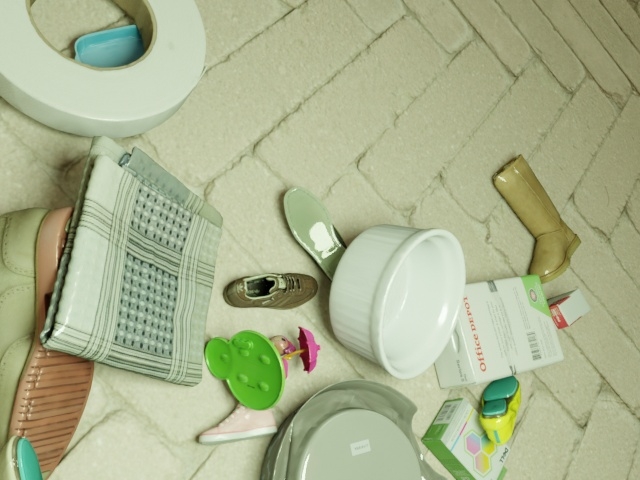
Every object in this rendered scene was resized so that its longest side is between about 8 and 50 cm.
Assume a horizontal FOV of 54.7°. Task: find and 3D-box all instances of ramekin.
[{"bbox_3d":[0.140,0.102,1.138,0.277,0.135,0.277,-19,116,-45],"label":"ramekin"}]

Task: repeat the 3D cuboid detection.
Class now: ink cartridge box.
[{"bbox_3d":[0.308,0.427,1.230,0.209,0.062,0.109,49,54,-8],"label":"ink cartridge box"},{"bbox_3d":[0.527,0.168,1.413,0.099,0.135,0.056,-24,83,-36],"label":"ink cartridge box"},{"bbox_3d":[0.363,0.190,1.317,0.273,0.115,0.198,-4,75,-32],"label":"ink cartridge box"}]

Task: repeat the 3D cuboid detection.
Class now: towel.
[{"bbox_3d":[-0.254,0.038,0.942,0.312,0.056,0.324,38,49,-53],"label":"towel"}]

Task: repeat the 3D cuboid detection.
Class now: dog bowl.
[{"bbox_3d":[0.054,0.418,1.055,0.348,0.102,0.349,11,67,-28],"label":"dog bowl"}]

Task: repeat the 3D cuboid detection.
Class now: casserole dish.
[{"bbox_3d":[-0.352,-0.322,1.113,0.188,0.037,0.114,-29,89,-36],"label":"casserole dish"}]

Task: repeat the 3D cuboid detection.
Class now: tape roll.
[{"bbox_3d":[-0.384,-0.360,1.042,0.392,0.072,0.392,12,66,-28],"label":"tape roll"}]

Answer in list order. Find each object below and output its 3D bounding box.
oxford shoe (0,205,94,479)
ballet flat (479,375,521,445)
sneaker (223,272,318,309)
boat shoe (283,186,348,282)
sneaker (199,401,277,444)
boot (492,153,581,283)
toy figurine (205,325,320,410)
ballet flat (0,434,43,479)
[{"bbox_3d":[-0.414,0.147,0.874,0.146,0.140,0.397,2,77,12],"label":"oxford shoe"},{"bbox_3d":[0.367,0.346,1.254,0.231,0.077,0.077,-18,91,-66],"label":"ballet flat"},{"bbox_3d":[-0.075,0.090,1.112,0.188,0.071,0.066,-6,76,-32],"label":"sneaker"},{"bbox_3d":[0.000,0.000,1.196,0.081,0.068,0.228,-33,90,-6],"label":"boat shoe"},{"bbox_3d":[-0.138,0.293,1.016,0.134,0.051,0.070,0,67,-31],"label":"sneaker"},{"bbox_3d":[0.508,-0.051,1.516,0.269,0.089,0.236,54,44,-4],"label":"boot"},{"bbox_3d":[-0.080,0.195,1.052,0.159,0.173,0.130,-10,105,-53],"label":"toy figurine"},{"bbox_3d":[-0.374,0.344,0.773,0.086,0.086,0.248,-33,132,-35],"label":"ballet flat"}]
